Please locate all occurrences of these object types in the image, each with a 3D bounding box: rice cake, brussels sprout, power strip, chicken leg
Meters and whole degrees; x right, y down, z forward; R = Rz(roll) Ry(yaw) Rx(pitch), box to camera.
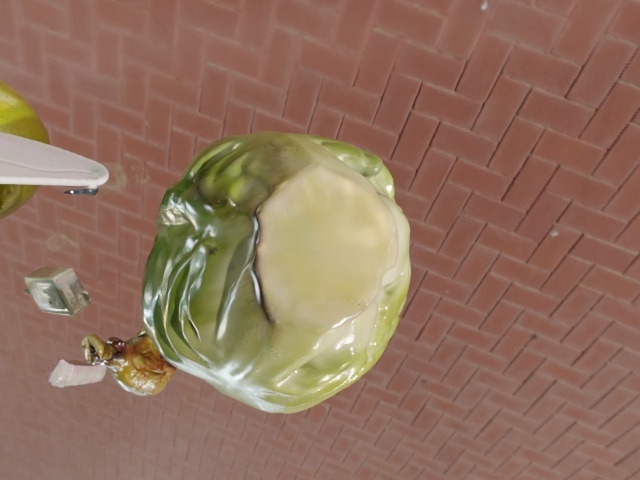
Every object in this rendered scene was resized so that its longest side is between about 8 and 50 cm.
[{"bbox_3d":[-0.406,0.222,0.917,0.036,0.047,0.206,13,168,-2],"label":"rice cake"},{"bbox_3d":[-0.035,0.019,0.438,0.244,0.244,0.244,9,129,12],"label":"brussels sprout"},{"bbox_3d":[-0.469,0.087,0.944,0.175,0.042,0.075,-3,116,37],"label":"power strip"},{"bbox_3d":[-0.235,0.141,0.670,0.070,0.093,0.178,-7,159,10],"label":"chicken leg"}]

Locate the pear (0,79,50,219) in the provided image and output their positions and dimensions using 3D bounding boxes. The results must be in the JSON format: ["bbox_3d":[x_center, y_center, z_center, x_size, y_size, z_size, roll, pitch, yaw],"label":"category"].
[{"bbox_3d":[-0.598,-0.152,0.889,0.294,0.294,0.294,9,129,12],"label":"pear"}]

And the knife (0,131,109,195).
[{"bbox_3d":[-0.294,-0.048,0.292,0.336,0.081,0.043,-2,134,-36],"label":"knife"}]
